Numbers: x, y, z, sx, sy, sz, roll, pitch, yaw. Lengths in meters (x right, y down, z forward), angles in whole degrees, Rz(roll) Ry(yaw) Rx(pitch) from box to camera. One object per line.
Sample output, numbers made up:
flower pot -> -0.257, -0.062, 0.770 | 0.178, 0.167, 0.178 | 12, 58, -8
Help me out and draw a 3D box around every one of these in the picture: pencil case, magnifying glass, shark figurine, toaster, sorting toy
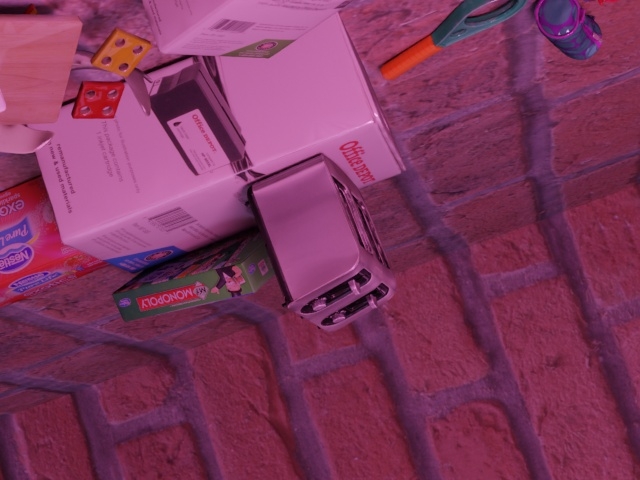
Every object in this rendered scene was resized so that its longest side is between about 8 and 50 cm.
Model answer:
pencil case -> 0.337, -0.289, 1.915 | 0.070, 0.064, 0.152 | 11, 180, 23
magnifying glass -> 0.171, -0.270, 1.849 | 0.231, 0.026, 0.092 | -27, 166, 37
shark figurine -> -0.321, -0.154, 1.512 | 0.278, 0.166, 0.116 | -34, -162, -14
toaster -> 0.000, 0.000, 1.665 | 0.110, 0.185, 0.168 | -25, 159, 10
sorting toy -> -0.307, -0.177, 1.397 | 0.275, 0.046, 0.132 | -5, 139, -29

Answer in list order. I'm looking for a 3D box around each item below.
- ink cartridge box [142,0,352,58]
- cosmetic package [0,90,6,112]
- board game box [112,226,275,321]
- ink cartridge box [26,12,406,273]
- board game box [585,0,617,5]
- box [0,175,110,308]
ink cartridge box -> -0.044, -0.265, 1.373 | 0.219, 0.092, 0.160 | -29, 165, 38
cosmetic package -> -0.421, -0.113, 1.166 | 0.224, 0.138, 0.225 | -26, -171, -37
board game box -> -0.111, 0.007, 1.920 | 0.213, 0.046, 0.317 | -13, -164, 31
ink cartridge box -> -0.116, -0.115, 1.755 | 0.395, 0.166, 0.285 | -20, 169, 6
board game box -> 0.395, -0.338, 1.868 | 0.133, 0.033, 0.169 | -26, 166, 30
box -> -0.402, 0.002, 1.940 | 0.257, 0.122, 0.128 | -21, 167, 9
